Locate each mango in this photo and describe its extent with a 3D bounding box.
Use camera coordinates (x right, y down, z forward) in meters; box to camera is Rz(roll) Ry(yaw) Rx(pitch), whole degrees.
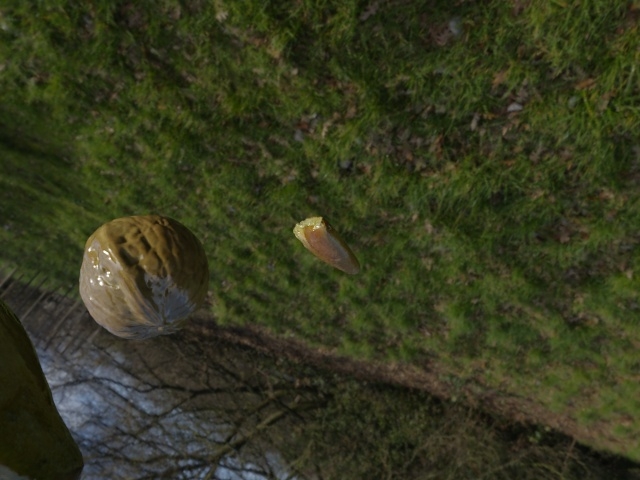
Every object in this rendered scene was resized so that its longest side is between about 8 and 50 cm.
[{"bbox_3d":[-0.394,0.157,0.585,0.330,0.176,0.176,54,129,20],"label":"mango"}]

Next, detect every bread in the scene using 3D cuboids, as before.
[{"bbox_3d":[0.019,0.015,0.970,0.136,0.054,0.154,42,175,-15],"label":"bread"}]

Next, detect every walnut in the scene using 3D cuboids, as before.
[{"bbox_3d":[-0.306,0.065,0.957,0.228,0.228,0.228,31,162,12],"label":"walnut"}]
